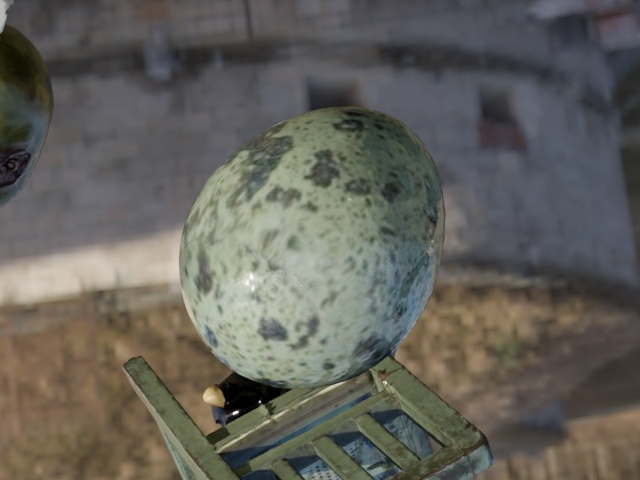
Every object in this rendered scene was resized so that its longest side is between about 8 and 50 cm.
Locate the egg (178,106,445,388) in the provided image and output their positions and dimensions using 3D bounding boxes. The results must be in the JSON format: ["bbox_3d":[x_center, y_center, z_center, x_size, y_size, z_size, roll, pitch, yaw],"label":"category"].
[{"bbox_3d":[0.000,0.000,1.032,0.132,0.132,0.172,-21,-154,49],"label":"egg"}]

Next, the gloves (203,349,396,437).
[{"bbox_3d":[-0.027,0.138,1.482,0.124,0.203,0.164,24,-178,-14],"label":"gloves"}]

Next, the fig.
[{"bbox_3d":[-0.298,-0.119,1.366,0.151,0.259,0.151,-36,149,-26],"label":"fig"}]

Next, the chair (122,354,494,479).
[{"bbox_3d":[0.005,0.144,1.136,0.136,0.147,0.270,-28,-151,-13],"label":"chair"}]

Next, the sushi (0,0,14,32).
[{"bbox_3d":[-0.281,-0.249,1.076,0.294,0.292,0.059,26,-160,-3],"label":"sushi"}]
